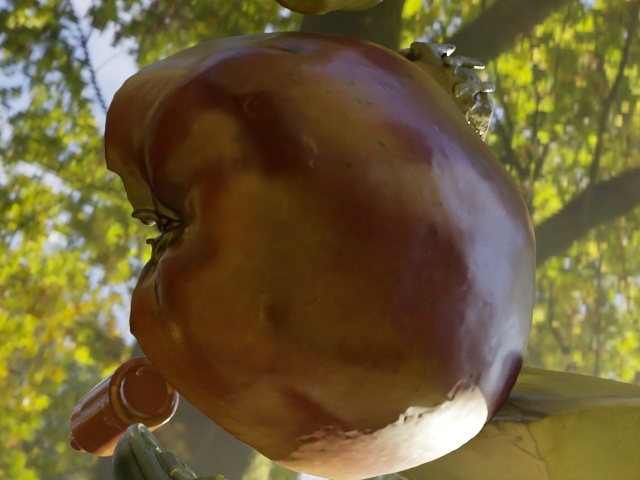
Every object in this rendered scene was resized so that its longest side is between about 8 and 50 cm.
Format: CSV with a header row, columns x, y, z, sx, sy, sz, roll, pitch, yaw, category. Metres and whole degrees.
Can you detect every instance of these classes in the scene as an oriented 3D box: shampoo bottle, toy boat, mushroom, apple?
x,y,z,sx,sy,sz,roll,pitch,yaw,category
-0.240,0.202,1.687,0.085,0.085,0.244,29,-27,-14,shampoo bottle
-0.118,0.212,1.216,0.085,0.260,0.078,-43,-64,-4,toy boat
0.136,0.172,1.329,0.407,0.154,0.137,-1,-71,47,mushroom
0.000,0.000,1.102,0.365,0.329,0.295,10,-68,-53,apple

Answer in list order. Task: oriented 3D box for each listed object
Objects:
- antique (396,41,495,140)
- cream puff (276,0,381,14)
x,y,z,sx,sy,sz,roll,pitch,yaw,category
0.114,-0.103,1.790,0.150,0.125,0.284,-3,-57,-44,antique
0.021,-0.269,0.795,0.185,0.282,0.282,-15,-50,13,cream puff
